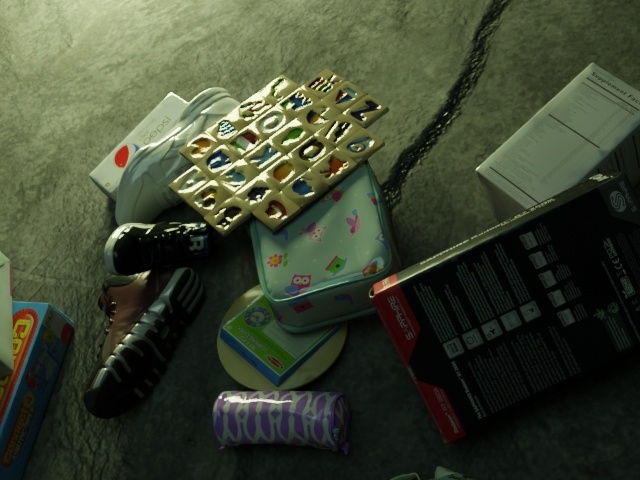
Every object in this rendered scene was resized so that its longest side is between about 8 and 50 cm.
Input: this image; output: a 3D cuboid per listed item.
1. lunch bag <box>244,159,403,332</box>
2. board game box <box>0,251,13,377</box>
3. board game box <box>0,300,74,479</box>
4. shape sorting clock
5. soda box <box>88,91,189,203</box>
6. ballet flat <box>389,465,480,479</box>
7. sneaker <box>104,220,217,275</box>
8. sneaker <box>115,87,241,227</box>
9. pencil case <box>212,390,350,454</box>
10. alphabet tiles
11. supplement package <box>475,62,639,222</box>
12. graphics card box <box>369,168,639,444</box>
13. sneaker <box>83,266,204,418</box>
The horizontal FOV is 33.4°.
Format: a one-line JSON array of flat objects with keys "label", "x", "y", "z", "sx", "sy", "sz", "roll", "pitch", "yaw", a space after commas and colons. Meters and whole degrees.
[{"label": "lunch bag", "x": 0.000, "y": 0.000, "z": 1.640, "sx": 0.224, "sy": 0.108, "sz": 0.279, "roll": -18, "pitch": 47, "yaw": 8}, {"label": "board game box", "x": -0.656, "y": 0.149, "z": 1.731, "sx": 0.303, "sy": 0.097, "sz": 0.224, "roll": -19, "pitch": 53, "yaw": 8}, {"label": "board game box", "x": -0.597, "y": 0.249, "z": 1.757, "sx": 0.301, "sy": 0.086, "sz": 0.308, "roll": 1, "pitch": 60, "yaw": 23}, {"label": "shape sorting clock", "x": -0.059, "y": 0.143, "z": 1.634, "sx": 0.206, "sy": 0.040, "sz": 0.206, "roll": -7, "pitch": 49, "yaw": 7}, {"label": "soda box", "x": -0.306, "y": -0.158, "z": 1.906, "sx": 0.074, "sy": 0.069, "sz": 0.216, "roll": 35, "pitch": 76, "yaw": 34}, {"label": "ballet flat", "x": 0.143, "y": 0.334, "z": 1.425, "sx": 0.188, "sy": 0.070, "sz": 0.070, "roll": -12, "pitch": 56, "yaw": 11}, {"label": "sneaker", "x": -0.241, "y": 0.004, "z": 1.701, "sx": 0.121, "sy": 0.217, "sz": 0.079, "roll": -2, "pitch": 101, "yaw": 23}, {"label": "sneaker", "x": -0.228, "y": -0.124, "z": 1.825, "sx": 0.152, "sy": 0.114, "sz": 0.305, "roll": 37, "pitch": 82, "yaw": 26}, {"label": "pencil case", "x": -0.054, "y": 0.261, "z": 1.538, "sx": 0.206, "sy": 0.088, "sz": 0.086, "roll": 0, "pitch": 20, "yaw": 22}, {"label": "alphabet tiles", "x": -0.068, "y": -0.148, "z": 1.714, "sx": 0.342, "sy": 0.011, "sz": 0.285, "roll": -38, "pitch": 48, "yaw": -15}, {"label": "supplement package", "x": 0.372, "y": -0.114, "z": 1.564, "sx": 0.244, "sy": 0.134, "sz": 0.139, "roll": -42, "pitch": 54, "yaw": -6}, {"label": "graphics card box", "x": 0.280, "y": 0.086, "z": 1.429, "sx": 0.370, "sy": 0.094, "sz": 0.233, "roll": -27, "pitch": 94, "yaw": 6}, {"label": "sneaker", "x": -0.319, "y": 0.151, "z": 1.709, "sx": 0.162, "sy": 0.106, "sz": 0.281, "roll": 14, "pitch": 55, "yaw": 34}]
